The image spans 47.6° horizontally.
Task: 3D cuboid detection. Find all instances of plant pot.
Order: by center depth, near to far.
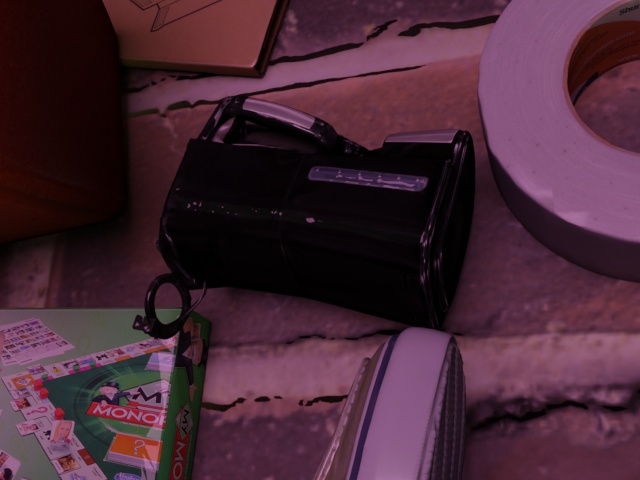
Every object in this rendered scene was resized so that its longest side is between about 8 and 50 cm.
[{"bbox_3d":[-0.285,-0.110,0.531,0.267,0.236,0.267,-12,74,15],"label":"plant pot"}]

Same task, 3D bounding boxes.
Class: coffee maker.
[{"bbox_3d":[0.000,0.000,0.471,0.178,0.120,0.171,10,82,22],"label":"coffee maker"}]

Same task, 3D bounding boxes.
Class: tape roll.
[{"bbox_3d":[0.212,-0.087,0.451,0.219,0.072,0.219,-6,68,16],"label":"tape roll"}]

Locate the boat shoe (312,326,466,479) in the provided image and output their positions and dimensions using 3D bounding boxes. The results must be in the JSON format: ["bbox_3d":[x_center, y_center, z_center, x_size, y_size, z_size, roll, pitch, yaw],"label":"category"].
[{"bbox_3d":[0.001,0.184,0.350,0.094,0.109,0.302,9,74,23],"label":"boat shoe"}]

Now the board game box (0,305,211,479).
[{"bbox_3d":[-0.244,0.156,0.531,0.317,0.046,0.213,-2,69,19],"label":"board game box"}]

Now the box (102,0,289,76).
[{"bbox_3d":[-0.119,-0.227,0.650,0.201,0.021,0.164,10,73,23],"label":"box"}]
